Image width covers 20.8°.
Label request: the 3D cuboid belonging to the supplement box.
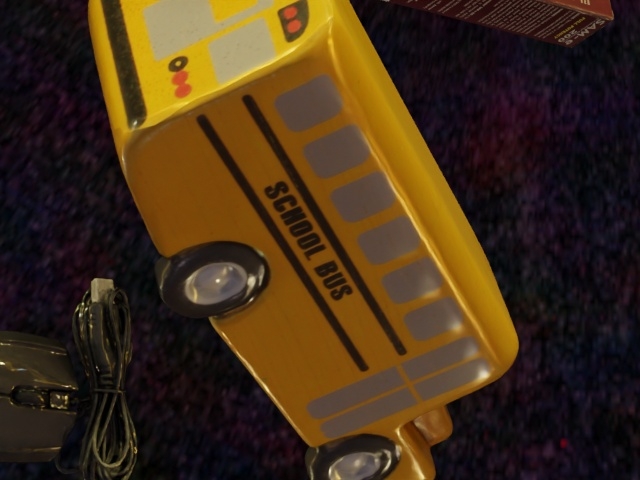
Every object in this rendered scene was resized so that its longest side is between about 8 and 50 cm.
[{"bbox_3d":[0.166,-0.280,1.701,0.239,0.130,0.073,10,155,-30],"label":"supplement box"}]

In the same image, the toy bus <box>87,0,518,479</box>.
[{"bbox_3d":[0.000,0.000,0.844,0.130,0.108,0.333,-25,139,7],"label":"toy bus"}]

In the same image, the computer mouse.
[{"bbox_3d":[-0.294,0.127,1.542,0.272,0.072,0.188,0,83,-15],"label":"computer mouse"}]
